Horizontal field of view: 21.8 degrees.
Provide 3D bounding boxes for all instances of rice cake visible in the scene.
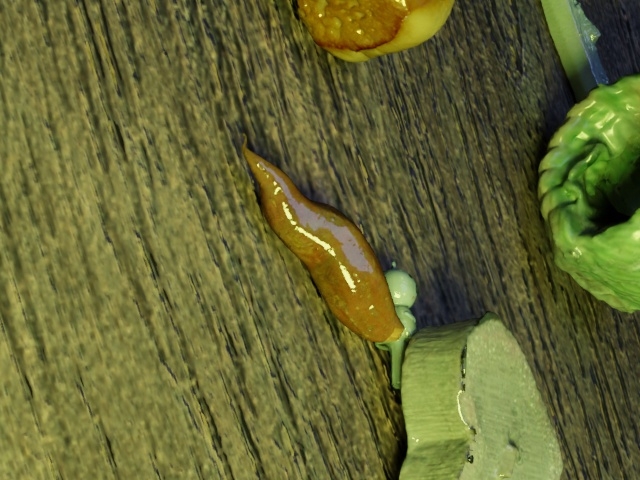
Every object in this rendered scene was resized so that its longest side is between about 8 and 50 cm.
[{"bbox_3d":[0.260,-0.177,1.637,0.030,0.042,0.180,-20,89,-56],"label":"rice cake"}]

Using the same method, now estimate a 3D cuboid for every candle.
[{"bbox_3d":[0.123,0.158,1.253,0.168,0.068,0.192,25,64,-52],"label":"candle"}]

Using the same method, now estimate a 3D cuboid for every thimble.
[{"bbox_3d":[0.302,-0.044,1.491,0.150,0.219,0.219,35,48,-34],"label":"thimble"}]

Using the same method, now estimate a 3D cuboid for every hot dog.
[{"bbox_3d":[0.014,-0.275,1.291,0.257,0.150,0.153,51,48,-21],"label":"hot dog"}]

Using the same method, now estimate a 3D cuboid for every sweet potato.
[{"bbox_3d":[0.000,0.000,1.212,0.195,0.056,0.056,50,40,-17],"label":"sweet potato"}]

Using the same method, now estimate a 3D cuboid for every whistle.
[{"bbox_3d":[0.058,0.063,1.265,0.035,0.035,0.100,23,57,-44],"label":"whistle"}]
